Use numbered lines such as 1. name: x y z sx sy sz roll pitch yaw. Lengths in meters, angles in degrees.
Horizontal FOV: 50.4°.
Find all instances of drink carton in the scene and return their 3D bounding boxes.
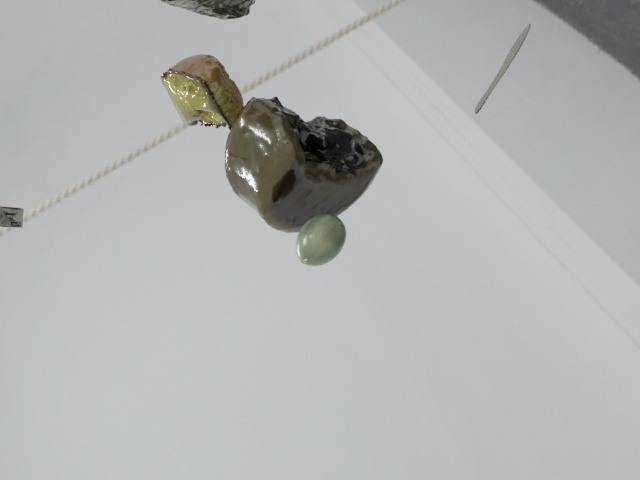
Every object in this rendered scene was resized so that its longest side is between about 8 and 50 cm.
1. drink carton: -0.823 -0.058 1.703 0.071 0.165 0.056 9 -96 -56

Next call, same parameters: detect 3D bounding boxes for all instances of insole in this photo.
1. insole: 0.451 -0.423 1.694 0.005 0.253 0.086 26 -149 -4

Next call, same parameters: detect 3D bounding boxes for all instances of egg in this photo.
1. egg: 0.000 0.000 1.698 0.114 0.152 0.114 30 151 19

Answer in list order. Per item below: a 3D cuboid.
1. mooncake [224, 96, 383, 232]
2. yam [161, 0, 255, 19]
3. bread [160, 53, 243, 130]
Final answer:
1. mooncake: -0.052 -0.226 1.808 0.246 0.393 0.394 43 164 32
2. yam: -0.213 -0.472 1.110 0.195 0.195 0.300 59 -156 5
3. bread: -0.324 -0.425 1.902 0.262 0.163 0.204 17 152 43
